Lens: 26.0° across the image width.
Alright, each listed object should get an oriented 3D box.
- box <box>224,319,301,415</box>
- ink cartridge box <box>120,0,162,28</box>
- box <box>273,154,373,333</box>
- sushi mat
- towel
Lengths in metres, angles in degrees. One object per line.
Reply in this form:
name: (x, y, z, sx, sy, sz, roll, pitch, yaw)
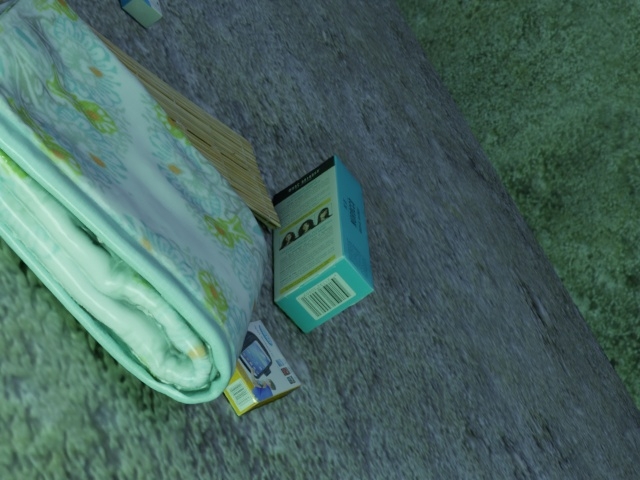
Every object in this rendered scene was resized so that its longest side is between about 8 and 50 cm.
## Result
box: (-0.066, 0.122, 1.365, 0.081, 0.028, 0.136, 57, 20, 8)
ink cartridge box: (-0.228, -0.309, 1.724, 0.048, 0.028, 0.083, 38, 23, -43)
box: (0.000, 0.000, 1.641, 0.060, 0.100, 0.244, 48, 19, -25)
sushi mat: (-0.160, -0.128, 1.587, 0.316, 0.019, 0.151, 34, 28, -47)
towel: (-0.190, -0.057, 1.249, 0.374, 0.090, 0.320, 49, 19, -12)
